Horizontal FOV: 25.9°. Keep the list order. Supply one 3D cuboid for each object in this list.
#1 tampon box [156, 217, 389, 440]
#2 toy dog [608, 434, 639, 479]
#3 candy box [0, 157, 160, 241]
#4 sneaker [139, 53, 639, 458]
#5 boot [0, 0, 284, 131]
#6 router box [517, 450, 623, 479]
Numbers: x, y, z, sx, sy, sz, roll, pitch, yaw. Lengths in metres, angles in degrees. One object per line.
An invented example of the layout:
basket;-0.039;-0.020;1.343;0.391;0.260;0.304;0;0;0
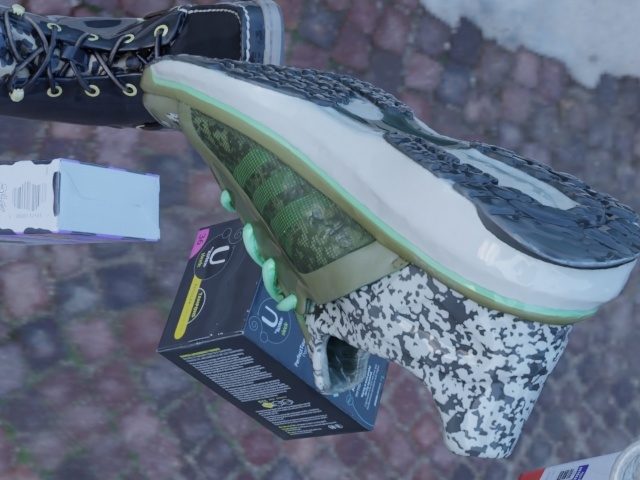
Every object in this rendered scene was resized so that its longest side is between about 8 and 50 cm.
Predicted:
tampon box;-0.030;0.072;1.132;0.161;0.101;0.120;41;51;-34
toy dog;0.270;0.179;0.680;0.161;0.220;0.333;25;33;-55
candy box;-0.281;-0.034;1.342;0.165;0.196;0.070;7;83;-64
sneaker;0.000;0.000;0.859;0.158;0.410;0.182;5;108;-40
boot;-0.231;-0.186;1.439;0.284;0.377;0.138;3;90;-31
router box;0.331;0.390;1.738;0.082;0.301;0.335;60;39;-11
